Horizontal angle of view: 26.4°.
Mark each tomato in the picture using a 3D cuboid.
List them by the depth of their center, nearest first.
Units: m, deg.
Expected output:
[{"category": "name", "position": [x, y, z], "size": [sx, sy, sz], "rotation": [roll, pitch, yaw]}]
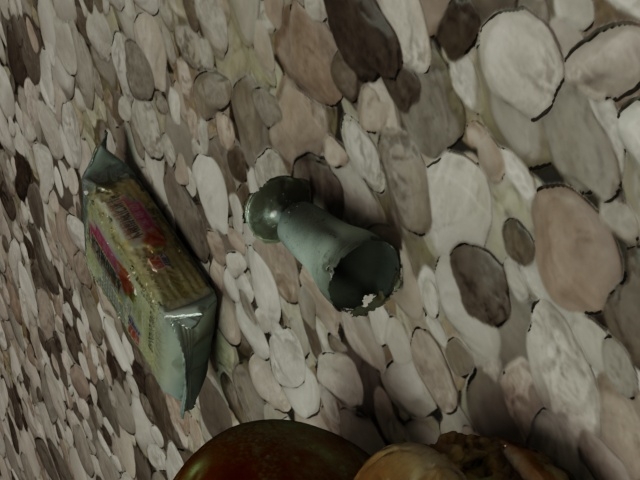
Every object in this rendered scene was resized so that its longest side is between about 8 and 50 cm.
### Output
[{"category": "tomato", "position": [-0.023, 0.291, 1.165], "size": [0.223, 0.270, 0.270], "rotation": [21, 130, 21]}]

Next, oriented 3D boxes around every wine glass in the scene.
[{"category": "wine glass", "position": [0.000, 0.000, 1.145], "size": [0.155, 0.072, 0.072], "rotation": [38, 138, 50]}]

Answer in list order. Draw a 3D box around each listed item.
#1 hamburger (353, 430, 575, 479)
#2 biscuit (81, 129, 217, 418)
[{"category": "hamburger", "position": [0.126, 0.269, 0.980], "size": [0.286, 0.146, 0.243], "rotation": [57, 158, 28]}, {"category": "biscuit", "position": [-0.204, 0.040, 1.577], "size": [0.309, 0.079, 0.186], "rotation": [53, 147, 33]}]
